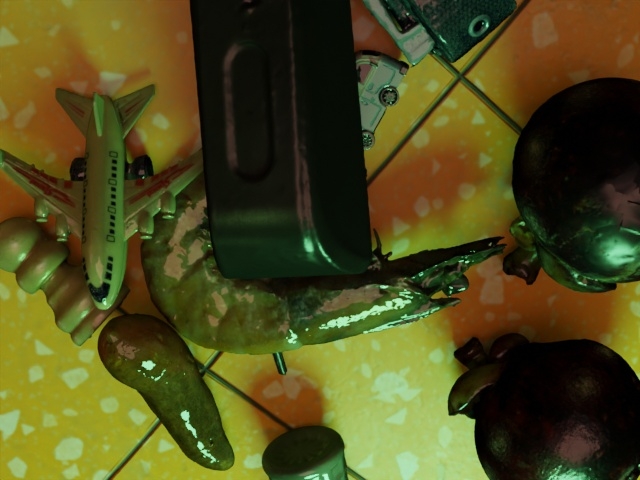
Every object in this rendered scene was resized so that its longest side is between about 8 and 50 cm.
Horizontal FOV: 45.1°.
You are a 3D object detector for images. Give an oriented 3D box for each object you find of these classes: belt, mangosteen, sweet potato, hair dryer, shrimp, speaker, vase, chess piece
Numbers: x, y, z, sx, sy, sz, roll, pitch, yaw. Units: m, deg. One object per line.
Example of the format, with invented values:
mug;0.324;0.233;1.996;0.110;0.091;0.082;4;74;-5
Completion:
belt;0.100;-0.289;0.823;0.128;0.122;0.218;-37;108;11
mangosteen;0.279;0.214;0.971;0.265;0.228;0.228;35;107;28
mangosteen;0.303;-0.048;0.888;0.231;0.231;0.289;37;138;-14
sweet potato;-0.185;0.189;0.978;0.097;0.097;0.292;-25;127;5
hair dryer;-0.062;0.142;1.012;0.047;0.026;0.083;-15;116;4
shrimp;0.000;0.000;0.933;0.445;0.085;0.272;-4;99;5
speaker;-0.063;-0.143;0.786;0.180;0.184;0.388;-4;97;16
vase;0.008;0.408;1.046;0.143;0.143;0.299;-14;106;2
chess piece;-0.321;0.038;0.932;0.094;0.094;0.170;-44;99;11

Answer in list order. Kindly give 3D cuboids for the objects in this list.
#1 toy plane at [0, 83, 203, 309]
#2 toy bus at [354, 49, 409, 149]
toy plane;-0.246;-0.051;0.884;0.242;0.104;0.256;-2;93;-2
toy bus;0.046;-0.164;0.895;0.075;0.060;0.123;26;107;-8
